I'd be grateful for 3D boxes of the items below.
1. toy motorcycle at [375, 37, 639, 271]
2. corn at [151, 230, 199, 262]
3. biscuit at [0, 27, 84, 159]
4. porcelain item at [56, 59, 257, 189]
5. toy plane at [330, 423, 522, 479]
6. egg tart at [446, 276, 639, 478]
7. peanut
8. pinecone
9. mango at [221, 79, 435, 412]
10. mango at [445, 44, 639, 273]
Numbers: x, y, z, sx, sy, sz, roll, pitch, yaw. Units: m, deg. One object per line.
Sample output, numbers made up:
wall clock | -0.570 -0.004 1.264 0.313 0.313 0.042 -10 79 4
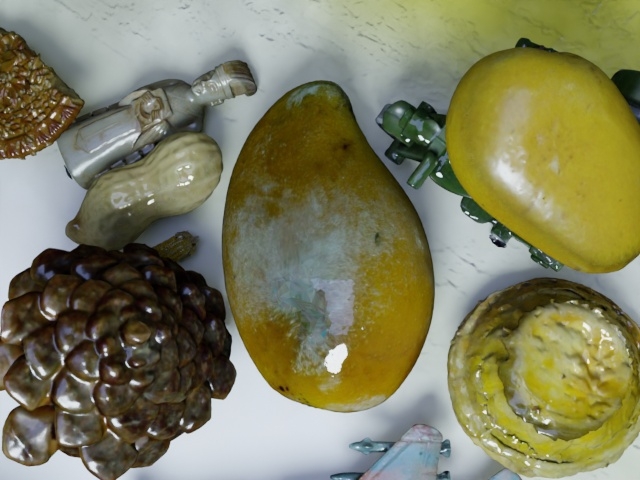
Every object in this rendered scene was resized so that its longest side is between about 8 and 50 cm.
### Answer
toy motorcycle | 0.196 -0.091 0.681 0.275 0.127 0.205 36 94 9
corn | -0.164 0.014 0.783 0.083 0.027 0.028 -25 101 7
biscuit | -0.340 -0.155 0.810 0.206 0.025 0.126 39 97 29
porcelain item | -0.169 -0.130 0.788 0.213 0.054 0.084 -25 80 6
toy plane | 0.017 0.277 0.684 0.326 0.104 0.223 -1 83 14
egg tart | 0.208 0.115 0.664 0.191 0.074 0.191 0 69 -1
peanut | -0.179 -0.045 0.765 0.187 0.082 0.082 -29 79 7
pinecone | -0.192 0.102 0.691 0.201 0.228 0.203 28 105 56
mango | 0.000 0.000 0.697 0.192 0.146 0.317 -13 76 11
mango | 0.180 -0.060 0.582 0.137 0.098 0.195 -32 98 2
